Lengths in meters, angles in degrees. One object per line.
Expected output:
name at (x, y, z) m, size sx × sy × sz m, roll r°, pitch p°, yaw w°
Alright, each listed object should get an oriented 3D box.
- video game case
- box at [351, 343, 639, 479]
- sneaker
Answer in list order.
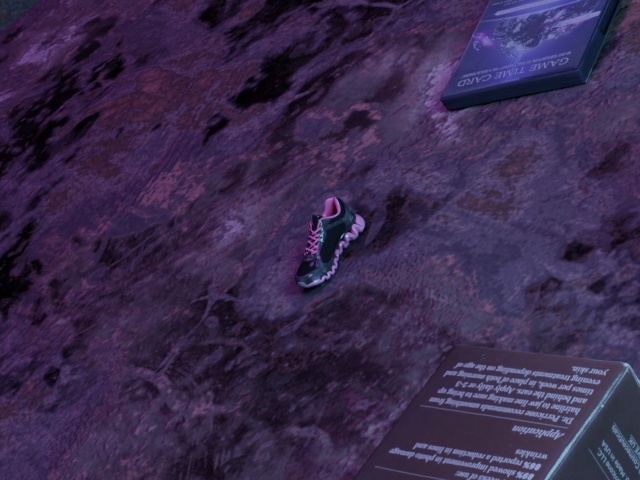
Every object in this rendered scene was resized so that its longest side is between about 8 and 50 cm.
video game case at (0.267, -0.270, 2.042) m, size 0.196 × 0.026 × 0.274 m, roll -9°, pitch 44°, yaw 42°
box at (0.093, 0.260, 1.287) m, size 0.191 × 0.143 × 0.381 m, roll 4°, pitch 44°, yaw 51°
sneaker at (0.000, 0.000, 1.902) m, size 0.047 × 0.057 × 0.119 m, roll -5°, pitch 41°, yaw 42°
